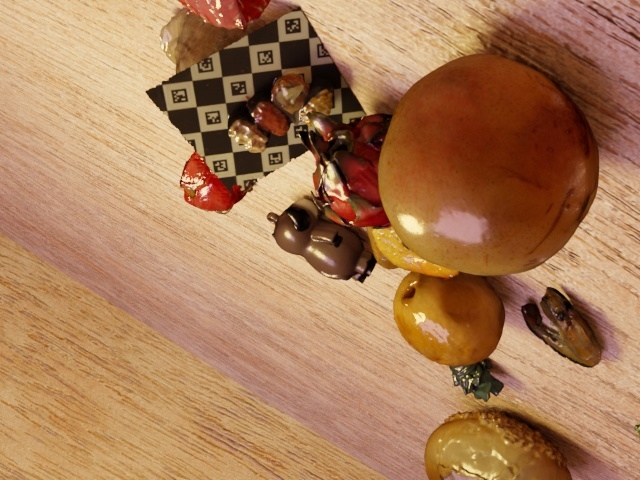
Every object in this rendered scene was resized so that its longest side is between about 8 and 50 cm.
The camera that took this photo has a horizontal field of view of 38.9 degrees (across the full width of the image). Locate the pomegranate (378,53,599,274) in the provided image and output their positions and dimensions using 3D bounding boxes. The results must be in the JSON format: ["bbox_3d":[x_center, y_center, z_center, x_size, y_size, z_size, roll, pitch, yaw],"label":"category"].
[{"bbox_3d":[0.221,-0.104,1.256,0.319,0.319,0.319,28,157,13],"label":"pomegranate"}]

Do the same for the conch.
[{"bbox_3d":[-0.167,-0.269,1.604,0.324,0.186,0.263,32,137,-1],"label":"conch"}]

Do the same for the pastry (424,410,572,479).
[{"bbox_3d":[0.467,0.593,2.344,0.409,0.245,0.410,26,158,11],"label":"pastry"}]

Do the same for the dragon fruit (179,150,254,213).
[{"bbox_3d":[-0.228,-0.143,1.993,0.127,0.121,0.161,21,150,15],"label":"dragon fruit"}]

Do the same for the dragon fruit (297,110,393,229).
[{"bbox_3d":[0.073,-0.118,1.518,0.192,0.193,0.274,3,171,39],"label":"dragon fruit"}]

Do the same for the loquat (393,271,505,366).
[{"bbox_3d":[0.254,0.151,1.816,0.238,0.193,0.238,15,166,4],"label":"loquat"}]

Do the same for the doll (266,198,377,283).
[{"bbox_3d":[0.000,0.002,1.970,0.257,0.117,0.182,34,156,0],"label":"doll"}]

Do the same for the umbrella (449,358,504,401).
[{"bbox_3d":[0.290,0.249,2.102,0.143,0.094,0.349,-2,136,48],"label":"umbrella"}]

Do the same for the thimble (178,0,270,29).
[{"bbox_3d":[-0.133,-0.408,1.277,0.125,0.163,0.190,27,142,18],"label":"thimble"}]

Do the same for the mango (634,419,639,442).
[{"bbox_3d":[0.712,0.352,1.665,0.185,0.149,0.273,48,149,-14],"label":"mango"}]

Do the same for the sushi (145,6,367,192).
[{"bbox_3d":[-0.097,-0.211,1.511,0.264,0.290,0.050,53,-165,-38],"label":"sushi"}]

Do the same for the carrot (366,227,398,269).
[{"bbox_3d":[0.105,-0.054,1.786,0.078,0.078,0.298,15,147,39],"label":"carrot"}]

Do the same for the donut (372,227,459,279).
[{"bbox_3d":[0.194,-0.010,1.715,0.190,0.075,0.174,-3,132,46],"label":"donut"}]

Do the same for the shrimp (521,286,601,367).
[{"bbox_3d":[0.460,0.168,1.771,0.173,0.058,0.253,18,155,52],"label":"shrimp"}]
